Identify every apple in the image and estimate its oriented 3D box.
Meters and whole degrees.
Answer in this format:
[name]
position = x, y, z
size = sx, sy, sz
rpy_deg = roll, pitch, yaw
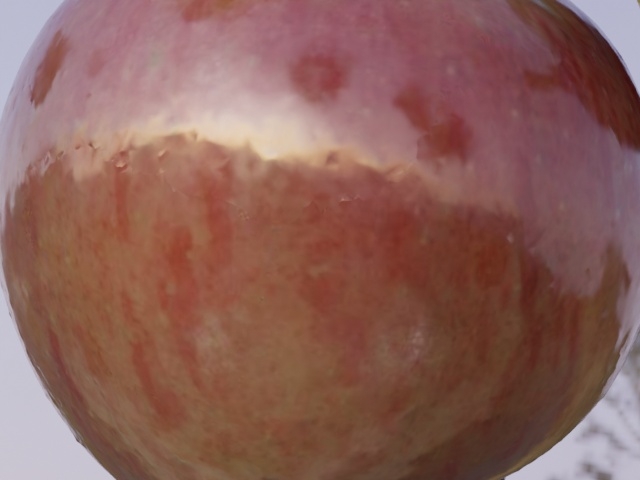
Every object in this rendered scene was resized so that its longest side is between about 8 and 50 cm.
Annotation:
[apple]
position = 0.000, 0.000, 0.864
size = 0.345, 0.269, 0.345
rpy_deg = 4, 3, 0

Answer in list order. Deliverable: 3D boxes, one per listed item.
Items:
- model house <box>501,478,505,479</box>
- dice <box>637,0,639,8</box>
[model house]
position = 0.081, 0.202, 1.208
size = 0.106, 0.165, 0.152
rpy_deg = 29, -46, -6
[dice]
position = 0.255, -0.165, 0.917
size = 0.166, 0.169, 0.169
rpy_deg = -17, -22, 33
